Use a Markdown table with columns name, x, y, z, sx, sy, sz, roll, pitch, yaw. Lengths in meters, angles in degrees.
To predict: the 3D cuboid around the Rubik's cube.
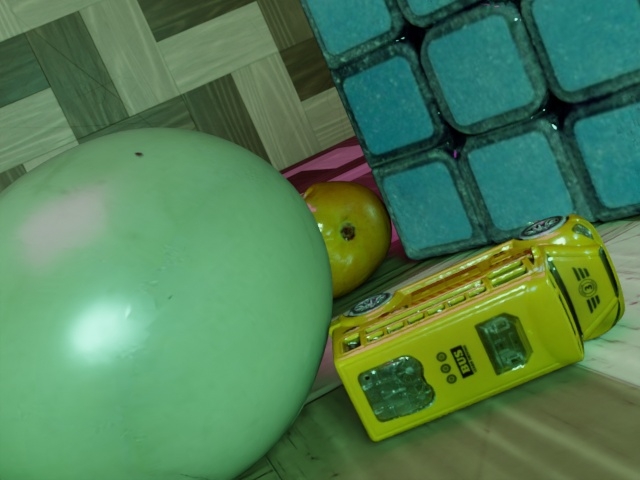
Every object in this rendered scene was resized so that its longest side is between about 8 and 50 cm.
| name | x | y | z | sx | sy | sz | roll | pitch | yaw |
| --- | --- | --- | --- | --- | --- | --- | --- | --- | --- |
| Rubik's cube | 0.210 | -0.189 | 0.766 | 0.301 | 0.305 | 0.303 | -17 | 11 | 43 |

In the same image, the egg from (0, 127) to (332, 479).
| name | x | y | z | sx | sy | sz | roll | pitch | yaw |
| --- | --- | --- | --- | --- | --- | --- | --- | --- | --- |
| egg | -0.104 | 0.045 | 0.499 | 0.219 | 0.219 | 0.269 | -16 | 17 | 39 |

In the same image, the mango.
| name | x | y | z | sx | sy | sz | roll | pitch | yaw |
| --- | --- | --- | --- | --- | --- | --- | --- | --- | --- |
| mango | 0.005 | 0.005 | 0.824 | 0.141 | 0.102 | 0.217 | -50 | 5 | 2 |

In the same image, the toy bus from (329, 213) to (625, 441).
| name | x | y | z | sx | sy | sz | roll | pitch | yaw |
| --- | --- | --- | --- | --- | --- | --- | --- | --- | --- |
| toy bus | 0.089 | 0.048 | 0.460 | 0.162 | 0.070 | 0.074 | -24 | 10 | 7 |
